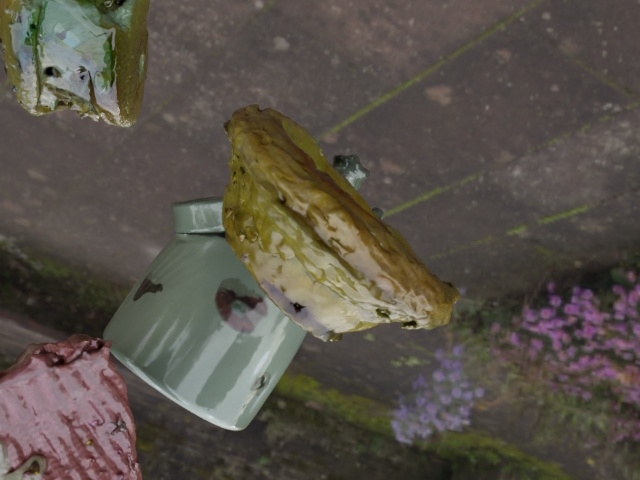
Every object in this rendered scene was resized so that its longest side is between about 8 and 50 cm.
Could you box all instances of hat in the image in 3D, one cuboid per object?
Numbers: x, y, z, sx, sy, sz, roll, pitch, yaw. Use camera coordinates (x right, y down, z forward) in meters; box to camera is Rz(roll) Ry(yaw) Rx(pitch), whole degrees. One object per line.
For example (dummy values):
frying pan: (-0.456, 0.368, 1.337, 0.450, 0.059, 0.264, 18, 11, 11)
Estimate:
hat: (-0.270, 0.244, 0.888, 0.236, 0.107, 0.286, -21, 118, -8)

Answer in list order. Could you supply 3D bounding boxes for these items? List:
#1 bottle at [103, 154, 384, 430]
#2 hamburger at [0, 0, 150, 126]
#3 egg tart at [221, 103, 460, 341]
bottle: (-0.087, 0.024, 1.092, 0.229, 0.352, 0.229, 33, 177, 2)
hamburger: (-0.326, -0.260, 1.219, 0.167, 0.192, 0.288, 11, 130, 1)
egg tart: (0.000, 0.000, 0.860, 0.294, 0.123, 0.294, 45, -174, -6)
